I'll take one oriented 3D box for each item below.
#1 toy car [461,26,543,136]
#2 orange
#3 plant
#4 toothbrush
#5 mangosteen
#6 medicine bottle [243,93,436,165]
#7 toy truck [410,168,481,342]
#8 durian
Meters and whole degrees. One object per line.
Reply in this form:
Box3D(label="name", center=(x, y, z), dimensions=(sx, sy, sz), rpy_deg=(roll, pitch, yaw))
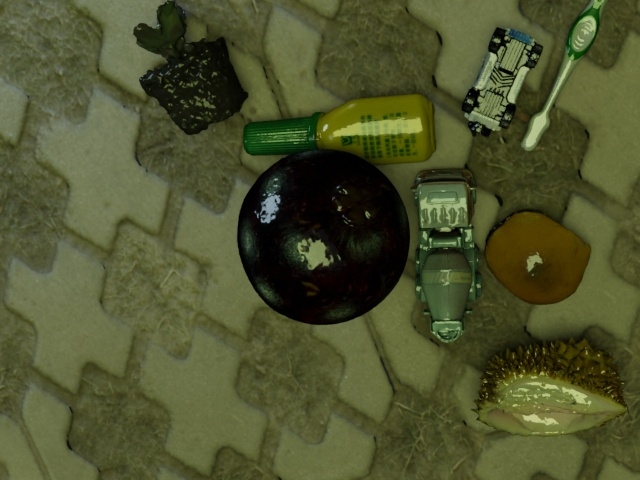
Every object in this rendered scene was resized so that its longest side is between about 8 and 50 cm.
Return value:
Box3D(label="toy car", center=(0.277, -0.243, 1.788), dimensions=(0.080, 0.070, 0.171), rpy_deg=(22, 104, 1))
Box3D(label="orange", center=(0.343, 0.033, 1.836), dimensions=(0.170, 0.112, 0.160), rpy_deg=(-6, 104, 21))
Box3D(label="plant", center=(-0.211, -0.274, 1.816), dimensions=(0.131, 0.142, 0.203), rpy_deg=(-30, 108, 23))
Box3D(label="toothbrush", center=(0.408, -0.326, 1.766), dimensions=(0.042, 0.040, 0.418), rpy_deg=(25, 106, 3))
Box3D(label="mangosteen", center=(0.000, 0.000, 1.778), dimensions=(0.288, 0.288, 0.288), rpy_deg=(2, 104, 7))
Box3D(label="medicine bottle", center=(0.029, -0.171, 1.835), dimensions=(0.309, 0.076, 0.111), rpy_deg=(-3, 108, 8))
Box3D(label="toy truck", center=(0.200, 0.022, 1.830), dimensions=(0.108, 0.140, 0.257), rpy_deg=(-1, 104, 8))
Box3D(label="durian", center=(0.367, 0.236, 1.873), dimensions=(0.249, 0.183, 0.138), rpy_deg=(-8, 67, 12))
